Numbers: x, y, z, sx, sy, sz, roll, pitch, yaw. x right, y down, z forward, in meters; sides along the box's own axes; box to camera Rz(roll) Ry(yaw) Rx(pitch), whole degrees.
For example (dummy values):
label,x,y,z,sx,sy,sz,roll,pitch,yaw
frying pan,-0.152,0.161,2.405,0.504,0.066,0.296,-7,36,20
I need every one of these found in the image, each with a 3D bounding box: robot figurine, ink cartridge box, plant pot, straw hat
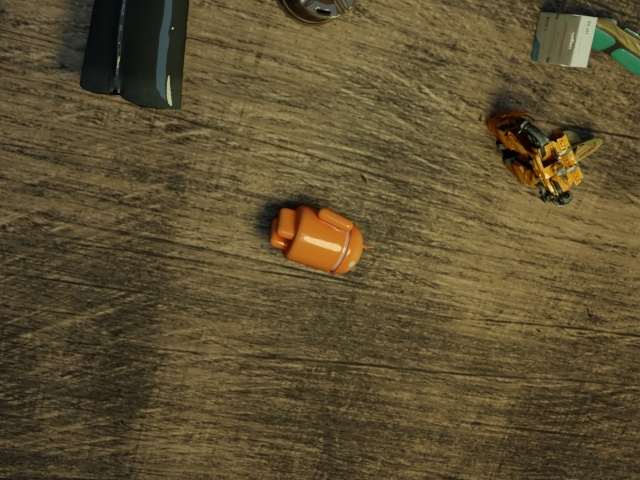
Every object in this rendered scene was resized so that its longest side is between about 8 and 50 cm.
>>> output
label,x,y,z,sx,sy,sz,roll,pitch,yaw
robot figurine,0.453,-0.187,1.570,0.085,0.291,0.211,-31,113,0
ink cartridge box,0.519,-0.423,1.561,0.060,0.180,0.104,3,109,-13
robot figurine,0.001,-0.001,1.630,0.220,0.128,0.158,18,104,-17
plant pot,-0.001,-0.498,1.436,0.167,0.165,0.166,-3,109,-10
straw hat,0.568,-0.218,1.703,0.145,0.144,0.061,-23,74,-3

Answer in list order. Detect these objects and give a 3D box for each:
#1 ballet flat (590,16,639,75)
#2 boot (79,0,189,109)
label,x,y,z,sx,sy,sz,roll,pitch,yaw
ballet flat,0.652,-0.449,1.648,0.232,0.080,0.073,26,74,-21
boot,-0.255,-0.451,1.334,0.146,0.367,0.445,-5,113,-57
